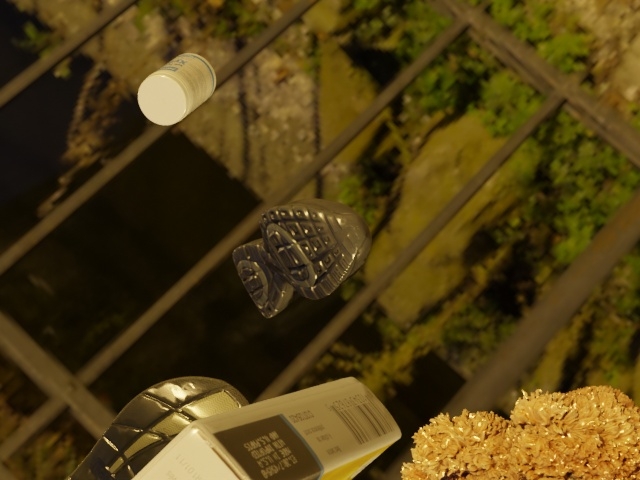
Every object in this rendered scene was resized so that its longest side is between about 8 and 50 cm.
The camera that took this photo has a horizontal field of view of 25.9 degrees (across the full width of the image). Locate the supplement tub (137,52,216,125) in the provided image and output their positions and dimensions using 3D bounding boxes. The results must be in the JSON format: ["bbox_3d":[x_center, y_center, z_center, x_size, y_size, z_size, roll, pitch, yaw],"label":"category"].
[{"bbox_3d":[-0.185,-0.198,1.808,0.071,0.107,0.071,7,114,15],"label":"supplement tub"}]

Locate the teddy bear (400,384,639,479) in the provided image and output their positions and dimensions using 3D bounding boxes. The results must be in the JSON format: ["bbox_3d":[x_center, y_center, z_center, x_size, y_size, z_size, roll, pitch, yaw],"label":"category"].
[{"bbox_3d":[0.201,0.249,1.369,0.245,0.113,0.338,49,146,-16],"label":"teddy bear"}]

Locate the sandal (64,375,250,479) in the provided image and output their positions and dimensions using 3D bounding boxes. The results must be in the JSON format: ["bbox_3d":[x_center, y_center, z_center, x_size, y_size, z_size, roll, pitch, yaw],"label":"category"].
[{"bbox_3d":[-0.194,0.251,1.528,0.303,0.086,0.120,-40,75,19],"label":"sandal"}]

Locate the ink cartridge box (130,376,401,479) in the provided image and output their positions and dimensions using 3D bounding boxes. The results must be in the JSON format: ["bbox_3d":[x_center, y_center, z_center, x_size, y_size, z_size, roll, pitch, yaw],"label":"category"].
[{"bbox_3d":[-0.110,0.215,0.876,0.072,0.307,0.303,47,-168,11],"label":"ink cartridge box"}]

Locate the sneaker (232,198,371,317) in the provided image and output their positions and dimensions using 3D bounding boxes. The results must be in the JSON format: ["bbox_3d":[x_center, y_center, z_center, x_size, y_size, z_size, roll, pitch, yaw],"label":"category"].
[{"bbox_3d":[0.000,0.000,1.480,0.109,0.130,0.286,63,159,-2],"label":"sneaker"}]
